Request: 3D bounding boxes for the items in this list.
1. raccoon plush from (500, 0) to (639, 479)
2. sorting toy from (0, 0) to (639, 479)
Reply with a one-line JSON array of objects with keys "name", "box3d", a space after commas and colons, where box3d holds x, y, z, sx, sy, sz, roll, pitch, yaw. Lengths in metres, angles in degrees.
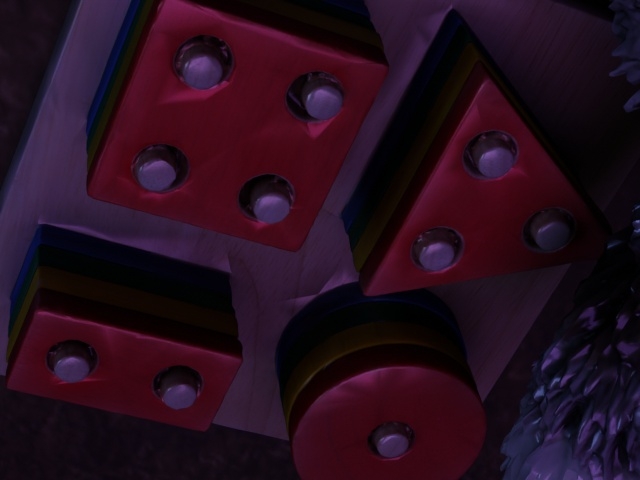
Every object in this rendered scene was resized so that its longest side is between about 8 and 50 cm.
[{"name": "raccoon plush", "box3d": [0.106, -0.108, 0.427, 0.299, 0.216, 0.446, 26, 95, -20]}, {"name": "sorting toy", "box3d": [0.000, 0.000, 0.602, 0.256, 0.089, 0.257, 16, 120, -20]}]
